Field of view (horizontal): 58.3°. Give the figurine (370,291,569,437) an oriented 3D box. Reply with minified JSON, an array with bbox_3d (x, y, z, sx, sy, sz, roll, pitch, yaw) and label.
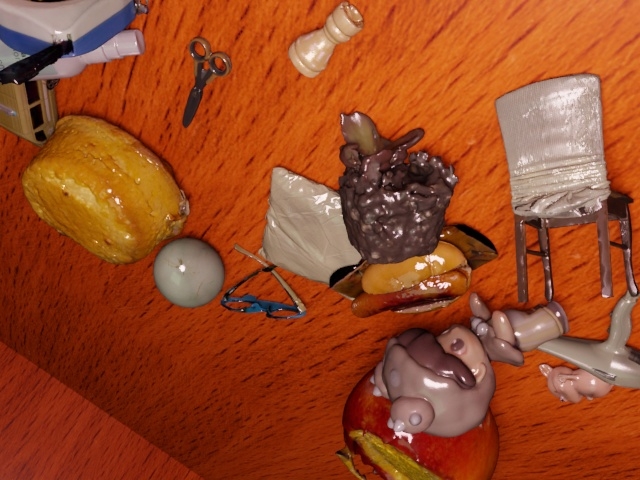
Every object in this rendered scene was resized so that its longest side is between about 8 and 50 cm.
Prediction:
[{"bbox_3d":[0.279,0.230,1.092,0.381,0.248,0.203,-29,106,-2],"label":"figurine"}]

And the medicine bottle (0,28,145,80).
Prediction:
[{"bbox_3d":[-0.509,-0.361,1.082,0.352,0.110,0.110,-3,133,5],"label":"medicine bottle"}]

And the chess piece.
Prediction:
[{"bbox_3d":[0.009,-0.318,0.901,0.066,0.066,0.122,44,133,-15],"label":"chess piece"}]

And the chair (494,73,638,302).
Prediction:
[{"bbox_3d":[0.378,-0.068,0.884,0.160,0.318,0.186,-9,171,39],"label":"chair"}]

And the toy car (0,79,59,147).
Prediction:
[{"bbox_3d":[-0.652,-0.294,1.272,0.101,0.124,0.256,27,139,6],"label":"toy car"}]

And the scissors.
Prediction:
[{"bbox_3d":[-0.236,-0.292,1.108,0.088,0.017,0.220,34,140,-5],"label":"scissors"}]

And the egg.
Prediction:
[{"bbox_3d":[-0.321,0.078,1.407,0.168,0.167,0.231,23,162,9],"label":"egg"}]

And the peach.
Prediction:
[{"bbox_3d":[0.241,0.435,1.343,0.335,0.309,0.406,-11,132,44],"label":"peach"}]

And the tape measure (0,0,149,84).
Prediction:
[{"bbox_3d":[-0.465,-0.348,0.932,0.216,0.351,0.097,20,137,9],"label":"tape measure"}]

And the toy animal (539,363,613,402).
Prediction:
[{"bbox_3d":[0.542,0.297,1.200,0.150,0.089,0.083,-9,106,41],"label":"toy animal"}]

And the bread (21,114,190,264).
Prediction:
[{"bbox_3d":[-0.489,-0.098,1.316,0.358,0.204,0.337,32,146,-6],"label":"bread"}]

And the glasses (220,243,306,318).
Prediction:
[{"bbox_3d":[-0.157,0.117,1.410,0.239,0.102,0.206,5,134,28],"label":"glasses"}]

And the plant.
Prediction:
[{"bbox_3d":[0.123,-0.085,0.980,0.178,0.204,0.233,-10,121,-11],"label":"plant"}]

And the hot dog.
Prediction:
[{"bbox_3d":[0.176,0.092,1.121,0.194,0.107,0.326,33,133,-24],"label":"hot dog"}]

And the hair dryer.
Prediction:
[{"bbox_3d":[0.517,0.184,1.107,0.219,0.088,0.224,-7,114,41],"label":"hair dryer"}]

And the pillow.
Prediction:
[{"bbox_3d":[0.001,0.001,1.217,0.275,0.076,0.280,24,139,7],"label":"pillow"}]
